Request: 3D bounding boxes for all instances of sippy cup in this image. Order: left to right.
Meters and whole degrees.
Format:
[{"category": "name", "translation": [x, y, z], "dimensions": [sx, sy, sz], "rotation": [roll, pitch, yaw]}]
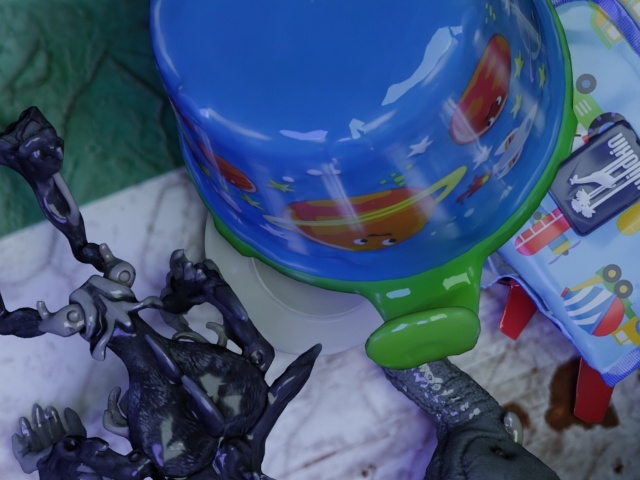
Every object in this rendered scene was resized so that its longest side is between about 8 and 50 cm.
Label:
[{"category": "sippy cup", "translation": [0.013, -0.102, 1.030], "dimensions": [0.305, 0.224, 0.240], "rotation": [38, 88, 15]}]

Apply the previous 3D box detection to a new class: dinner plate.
[{"category": "dinner plate", "translation": [0.000, 0.000, 1.164], "dimensions": [0.141, 0.017, 0.141], "rotation": [0, 91, -19]}]

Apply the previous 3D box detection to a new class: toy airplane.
[{"category": "toy airplane", "translation": [0.169, 0.037, 1.235], "dimensions": [0.151, 0.028, 0.151], "rotation": [0, 90, -20]}]

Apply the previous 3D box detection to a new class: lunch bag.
[{"category": "lunch bag", "translation": [0.196, -0.072, 1.195], "dimensions": [0.293, 0.138, 0.221], "rotation": [-40, 101, -7]}]

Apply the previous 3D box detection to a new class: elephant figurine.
[{"category": "elephant figurine", "translation": [0.122, 0.189, 1.158], "dimensions": [0.239, 0.186, 0.169], "rotation": [32, 87, -22]}]

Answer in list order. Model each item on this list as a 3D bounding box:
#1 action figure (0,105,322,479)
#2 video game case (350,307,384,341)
[{"category": "action figure", "translation": [-0.111, 0.060, 1.086], "dimensions": [0.164, 0.141, 0.275], "rotation": [-40, 88, -16]}, {"category": "video game case", "translation": [0.034, -0.042, 1.191], "dimensions": [0.157, 0.019, 0.143], "rotation": [-46, 105, -12]}]
